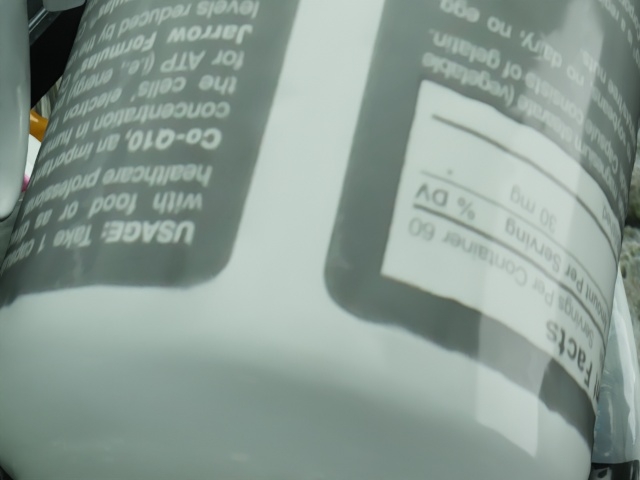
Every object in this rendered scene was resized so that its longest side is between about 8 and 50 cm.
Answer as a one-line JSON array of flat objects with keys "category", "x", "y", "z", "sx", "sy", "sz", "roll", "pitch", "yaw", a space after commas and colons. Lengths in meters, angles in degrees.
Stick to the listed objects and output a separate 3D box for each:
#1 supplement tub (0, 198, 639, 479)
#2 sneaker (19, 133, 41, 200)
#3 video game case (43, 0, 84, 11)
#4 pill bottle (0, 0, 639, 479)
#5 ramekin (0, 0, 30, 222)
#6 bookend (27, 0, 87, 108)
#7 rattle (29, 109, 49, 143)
[{"category": "supplement tub", "x": -0.036, "y": 0.073, "z": 0.747, "sx": 0.207, "sy": 0.338, "sz": 0.207, "roll": 175, "pitch": -90, "yaw": -89}, {"category": "sneaker", "x": -0.137, "y": 0.016, "z": 0.914, "sx": 0.252, "sy": 0.103, "sz": 0.111, "roll": 62, "pitch": 30, "yaw": -42}, {"category": "video game case", "x": -0.117, "y": -0.189, "z": 0.619, "sx": 0.190, "sy": 0.022, "sz": 0.173, "roll": 167, "pitch": -89, "yaw": -80}, {"category": "pill bottle", "x": 0.000, "y": 0.000, "z": 0.553, "sx": 0.204, "sy": 0.204, "sz": 0.361, "roll": 86, "pitch": 16, "yaw": -64}, {"category": "ramekin", "x": -0.165, "y": -0.102, "z": 0.513, "sx": 0.207, "sy": 0.109, "sz": 0.207, "roll": 174, "pitch": -90, "yaw": -89}, {"category": "bookend", "x": -0.186, "y": -0.167, "z": 0.878, "sx": 0.157, "sy": 0.156, "sz": 0.072, "roll": 40, "pitch": -9, "yaw": 8}, {"category": "rattle", "x": -0.183, "y": 0.021, "z": 0.986, "sx": 0.143, "sy": 0.130, "sz": 0.199, "roll": 17, "pitch": 93, "yaw": -80}]
